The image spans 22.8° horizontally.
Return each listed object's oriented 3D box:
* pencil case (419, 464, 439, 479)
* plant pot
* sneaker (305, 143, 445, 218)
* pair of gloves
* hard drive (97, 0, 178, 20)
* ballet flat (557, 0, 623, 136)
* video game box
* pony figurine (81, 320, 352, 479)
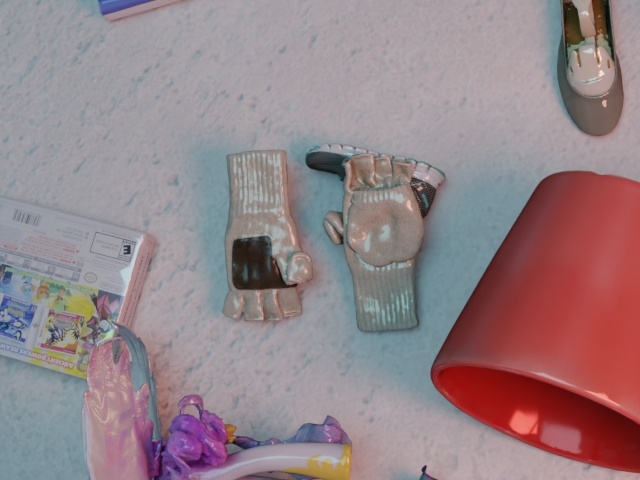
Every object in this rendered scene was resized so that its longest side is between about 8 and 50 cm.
[{"bbox_3d":[0.095,0.323,1.720,0.064,0.070,0.152,36,90,15],"label":"pencil case"},{"bbox_3d":[0.277,0.078,1.639,0.275,0.275,0.243,16,71,17],"label":"plant pot"},{"bbox_3d":[0.056,-0.065,1.821,0.166,0.065,0.076,14,86,19],"label":"sneaker"},{"bbox_3d":[0.000,0.000,1.801,0.240,0.042,0.204,4,98,16],"label":"pair of gloves"},{"bbox_3d":[-0.135,-0.413,1.956,0.318,0.040,0.210,-14,75,11],"label":"hard drive"},{"bbox_3d":[0.298,-0.225,1.787,0.072,0.068,0.213,-6,77,14],"label":"ballet flat"},{"bbox_3d":[-0.318,0.060,1.897,0.205,0.048,0.187,14,80,17],"label":"video game box"},{"bbox_3d":[-0.150,0.273,1.711,0.363,0.303,0.351,4,90,4],"label":"pony figurine"}]
